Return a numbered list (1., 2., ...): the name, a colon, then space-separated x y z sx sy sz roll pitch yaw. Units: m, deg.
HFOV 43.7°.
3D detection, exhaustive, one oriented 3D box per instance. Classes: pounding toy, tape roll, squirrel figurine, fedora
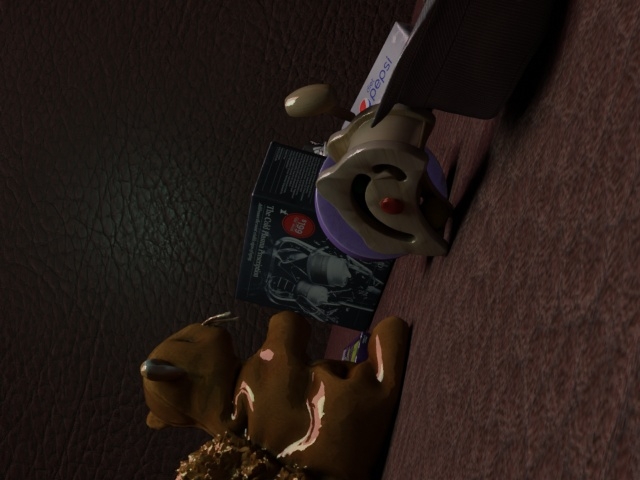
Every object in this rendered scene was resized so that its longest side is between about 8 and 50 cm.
1. pounding toy: 0.090 -0.112 1.000 0.269 0.154 0.155 46 -135 -37
2. tape roll: 0.086 -0.064 1.172 0.080 0.189 0.189 107 178 -86
3. squirrel figurine: -0.099 0.284 1.175 0.281 0.370 0.397 106 178 -55
4. fedora: 0.163 -0.221 0.834 0.243 0.124 0.275 111 -177 -64

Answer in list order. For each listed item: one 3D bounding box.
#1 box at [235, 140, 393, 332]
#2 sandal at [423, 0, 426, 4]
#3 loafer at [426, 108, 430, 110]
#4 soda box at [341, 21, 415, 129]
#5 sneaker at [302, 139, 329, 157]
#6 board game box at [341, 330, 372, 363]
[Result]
1. box: 0.000 0.000 1.735 0.343 0.313 0.179 104 179 -47
2. sandal: 0.267 -0.580 1.748 0.120 0.086 0.302 -77 2 -76
3. loafer: 0.203 -0.273 1.684 0.078 0.080 0.220 61 148 37
4. soda box: 0.156 -0.324 1.742 0.098 0.091 0.286 60 135 39
5. sneaker: 0.075 -0.195 2.041 0.447 0.258 0.169 107 177 -72
6. board game box: 0.060 0.305 1.602 0.347 0.056 0.208 107 -178 -77
